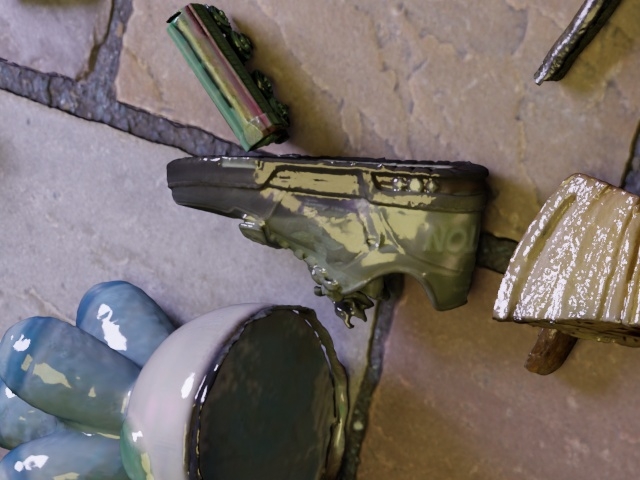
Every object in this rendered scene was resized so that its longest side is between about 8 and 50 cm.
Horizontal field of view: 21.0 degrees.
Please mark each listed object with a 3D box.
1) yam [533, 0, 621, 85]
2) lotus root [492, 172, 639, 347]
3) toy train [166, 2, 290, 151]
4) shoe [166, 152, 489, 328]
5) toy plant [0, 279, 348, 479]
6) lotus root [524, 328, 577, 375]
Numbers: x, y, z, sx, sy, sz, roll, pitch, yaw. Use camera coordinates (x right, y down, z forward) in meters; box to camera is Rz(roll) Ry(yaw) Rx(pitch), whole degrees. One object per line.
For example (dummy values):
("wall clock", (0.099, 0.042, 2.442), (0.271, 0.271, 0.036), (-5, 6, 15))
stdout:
("yam", (0.215, -0.178, 1.390), (0.027, 0.033, 0.129), (28, 118, -11))
("lotus root", (0.237, 0.028, 1.378), (0.159, 0.095, 0.135), (18, 85, 32))
("toy train", (-0.077, -0.146, 1.508), (0.038, 0.071, 0.148), (-36, 84, 25))
("shoe", (0.001, 0.000, 1.476), (0.293, 0.109, 0.149), (2, 97, 22))
("toy plant", (-0.171, 0.156, 1.544), (0.332, 0.247, 0.247), (6, 102, 31))
("lotus root", (0.200, 0.077, 1.438), (0.030, 0.037, 0.083), (27, 110, 15))
